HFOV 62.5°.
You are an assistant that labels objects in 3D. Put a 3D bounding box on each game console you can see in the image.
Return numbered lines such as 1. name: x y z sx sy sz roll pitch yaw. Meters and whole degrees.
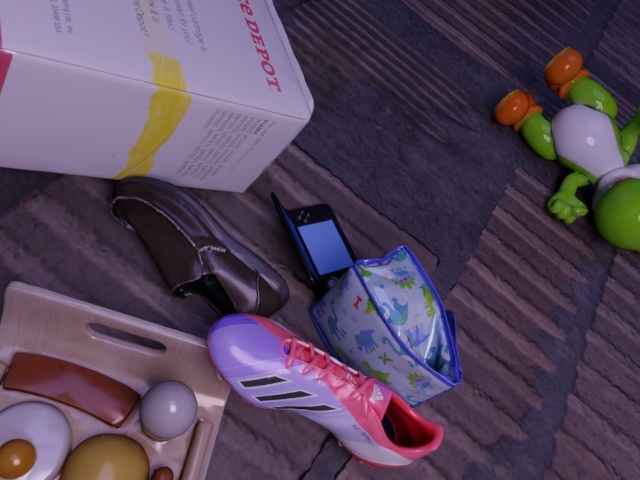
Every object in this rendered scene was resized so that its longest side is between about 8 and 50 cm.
1. game console: 0.000 0.000 0.628 0.107 0.071 0.122 -14 68 -30

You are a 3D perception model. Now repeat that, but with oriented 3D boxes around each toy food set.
1. toy food set: -0.199 0.200 0.404 0.220 0.092 0.306 20 54 -12

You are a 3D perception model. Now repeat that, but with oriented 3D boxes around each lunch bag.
1. lunch bag: 0.074 0.102 0.564 0.096 0.129 0.151 -16 68 -30

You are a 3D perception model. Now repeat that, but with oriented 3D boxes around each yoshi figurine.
1. yoshi figurine: 0.448 -0.125 0.844 0.203 0.203 0.362 -31 79 -19

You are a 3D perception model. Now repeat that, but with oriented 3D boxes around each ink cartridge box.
1. ink cartridge box: -0.230 -0.215 0.542 0.385 0.160 0.279 2 59 -42

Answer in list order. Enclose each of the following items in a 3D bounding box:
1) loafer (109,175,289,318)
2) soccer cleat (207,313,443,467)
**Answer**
1. loafer: -0.135 0.017 0.551 0.220 0.080 0.078 36 53 -1
2. soccer cleat: 0.009 0.137 0.493 0.248 0.095 0.083 41 43 -23
